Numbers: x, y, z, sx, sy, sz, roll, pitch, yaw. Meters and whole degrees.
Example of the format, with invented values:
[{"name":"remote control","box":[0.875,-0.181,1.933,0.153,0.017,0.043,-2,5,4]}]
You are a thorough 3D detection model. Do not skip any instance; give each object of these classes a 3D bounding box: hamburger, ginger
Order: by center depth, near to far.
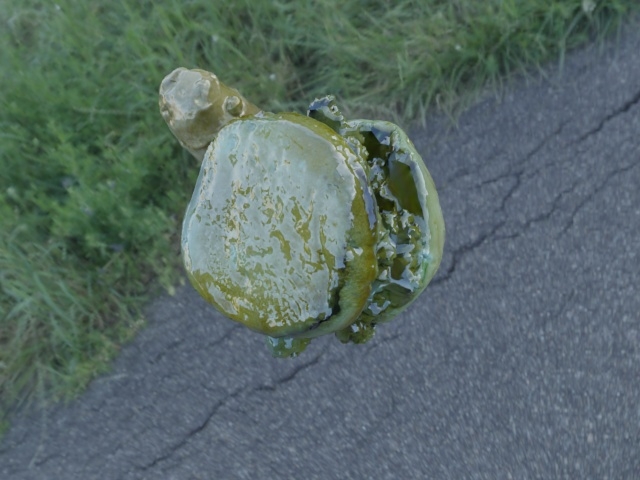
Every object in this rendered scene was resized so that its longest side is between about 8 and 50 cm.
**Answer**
[{"name":"hamburger","box":[0.000,0.000,0.532,0.159,0.131,0.185,31,111,32]},{"name":"ginger","box":[-0.107,-0.139,1.263,0.190,0.354,0.126,-26,34,53]}]
